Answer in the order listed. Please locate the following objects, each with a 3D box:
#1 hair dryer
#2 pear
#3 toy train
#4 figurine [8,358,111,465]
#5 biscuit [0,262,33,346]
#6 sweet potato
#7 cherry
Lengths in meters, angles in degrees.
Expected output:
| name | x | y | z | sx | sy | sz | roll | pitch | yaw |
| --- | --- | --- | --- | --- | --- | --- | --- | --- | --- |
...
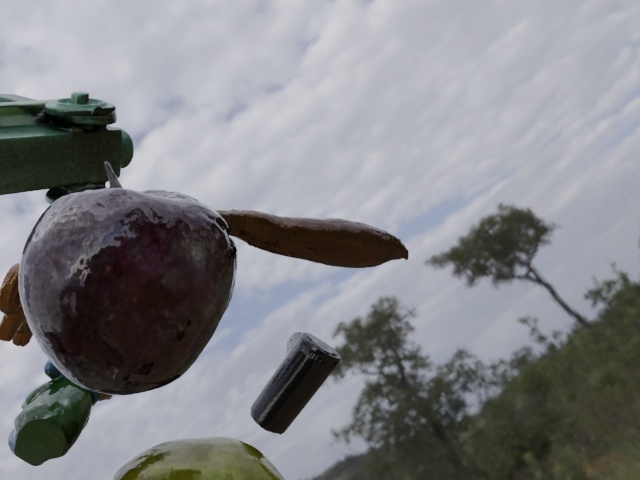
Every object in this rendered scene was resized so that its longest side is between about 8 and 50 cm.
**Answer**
| name | x | y | z | sx | sy | sz | roll | pitch | yaw |
| --- | --- | --- | --- | --- | --- | --- | --- | --- | --- |
| hair dryer | -0.047 | 0.250 | 1.822 | 0.197 | 0.089 | 0.251 | -56 | 9 | 13 |
| pear | -0.181 | 0.434 | 1.419 | 0.321 | 0.269 | 0.269 | 7 | -22 | -1 |
| toy train | -0.436 | -0.115 | 1.174 | 0.397 | 0.253 | 0.160 | -16 | -64 | -54 |
| figurine | -0.395 | 0.243 | 1.487 | 0.185 | 0.127 | 0.234 | -50 | 14 | 40 |
| biscuit | -0.523 | 0.107 | 1.640 | 0.250 | 0.036 | 0.165 | 110 | 178 | -70 |
| sweet potato | 0.001 | -0.001 | 0.983 | 0.265 | 0.057 | 0.057 | 10 | -46 | -41 |
| cherry | -0.165 | 0.040 | 0.804 | 0.195 | 0.195 | 0.195 | -36 | -15 | -11 |
